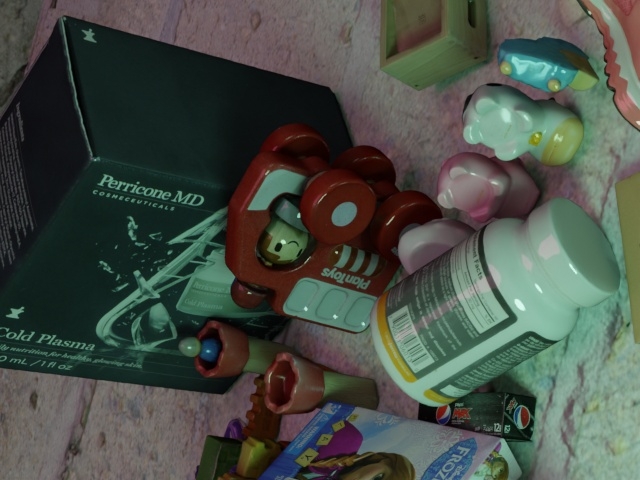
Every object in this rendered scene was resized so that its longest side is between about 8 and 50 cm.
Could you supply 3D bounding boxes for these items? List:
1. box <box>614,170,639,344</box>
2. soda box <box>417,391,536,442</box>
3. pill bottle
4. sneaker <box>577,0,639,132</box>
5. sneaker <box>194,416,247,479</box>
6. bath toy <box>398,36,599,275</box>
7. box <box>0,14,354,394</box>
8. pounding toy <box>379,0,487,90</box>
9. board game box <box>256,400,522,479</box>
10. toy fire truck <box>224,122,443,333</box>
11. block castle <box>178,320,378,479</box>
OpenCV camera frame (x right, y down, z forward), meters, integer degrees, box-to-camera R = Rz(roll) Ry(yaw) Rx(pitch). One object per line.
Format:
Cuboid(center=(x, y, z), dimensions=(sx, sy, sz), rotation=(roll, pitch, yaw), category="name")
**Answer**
Cuboid(center=(0.403, -0.001, 1.632), dimensions=(0.164, 0.021, 0.201), rotation=(-30, 55, 48), category="box")
Cuboid(center=(0.193, 0.221, 1.840), dimensions=(0.169, 0.053, 0.060), rotation=(-8, 72, 54), category="soda box")
Cuboid(center=(0.206, 0.072, 1.752), dimensions=(0.278, 0.162, 0.162), rotation=(-35, 51, 30), category="pill bottle")
Cuboid(center=(0.386, -0.271, 1.695), dimensions=(0.136, 0.116, 0.314), rotation=(-33, 59, 34), category="sneaker")
Cuboid(center=(-0.158, 0.357, 2.304), dimensions=(0.068, 0.071, 0.170), rotation=(39, 111, 54), category="sneaker")
Cuboid(center=(0.219, -0.088, 1.845), dimensions=(0.348, 0.151, 0.129), rotation=(-63, 1, 27), category="bath toy")
Cuboid(center=(-0.258, -0.031, 2.213), dimensions=(0.472, 0.480, 0.297), rotation=(-51, 43, 35), category="box")
Cuboid(center=(0.187, -0.330, 2.011), dimensions=(0.206, 0.094, 0.181), rotation=(-22, 56, 41), category="pounding toy")
Cuboid(center=(0.032, 0.344, 1.797), dimensions=(0.318, 0.066, 0.318), rotation=(5, 42, 48), category="board game box")
Cuboid(center=(0.000, 0.000, 1.988), dimensions=(0.254, 0.302, 0.169), rotation=(-61, 41, 17), category="toy fire truck")
Cuboid(center=(-0.114, 0.365, 2.107), dimensions=(0.303, 0.213, 0.453), rotation=(17, 93, 57), category="block castle")
